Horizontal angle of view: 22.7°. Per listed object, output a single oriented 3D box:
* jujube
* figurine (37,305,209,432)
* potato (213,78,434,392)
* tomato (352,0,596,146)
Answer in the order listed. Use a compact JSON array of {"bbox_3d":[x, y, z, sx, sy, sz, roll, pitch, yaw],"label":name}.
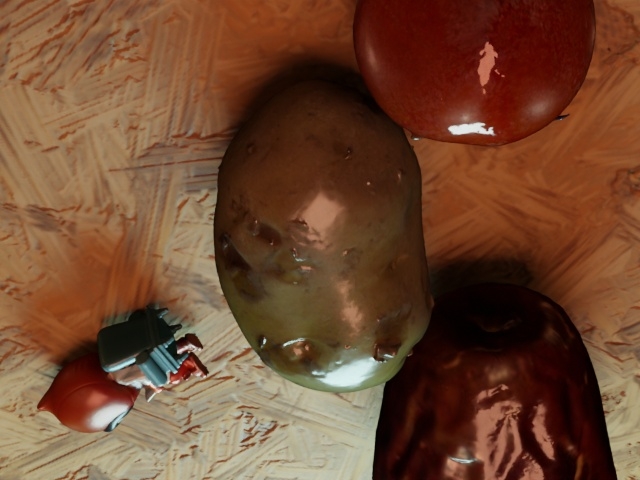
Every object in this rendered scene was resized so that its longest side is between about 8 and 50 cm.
[{"bbox_3d":[0.147,0.193,1.331,0.223,0.223,0.318,-7,122,-3],"label":"jujube"},{"bbox_3d":[-0.169,0.113,1.317,0.140,0.068,0.075,-31,129,14],"label":"figurine"},{"bbox_3d":[0.000,0.000,1.201,0.165,0.165,0.262,-11,122,1],"label":"potato"},{"bbox_3d":[0.110,-0.149,1.088,0.167,0.167,0.167,-4,129,-5],"label":"tomato"}]
